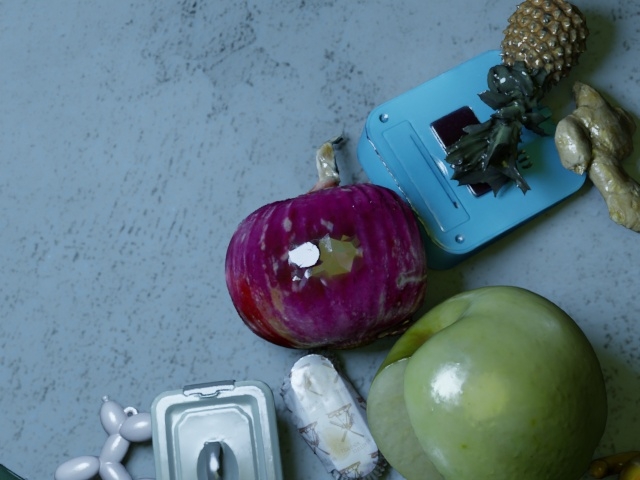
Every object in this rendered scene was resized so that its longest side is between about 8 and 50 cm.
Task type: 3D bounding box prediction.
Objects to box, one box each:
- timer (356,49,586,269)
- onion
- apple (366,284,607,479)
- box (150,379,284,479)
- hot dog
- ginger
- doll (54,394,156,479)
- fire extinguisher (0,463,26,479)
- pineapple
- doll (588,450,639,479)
[{"bbox_3d":[0.203,-0.110,1.828,0.250,0.091,0.232,-28,77,-13],"label":"timer"},{"bbox_3d":[0.003,0.028,1.732,0.256,0.230,0.272,-36,86,-1],"label":"onion"},{"bbox_3d":[0.205,0.201,1.653,0.254,0.292,0.292,45,86,-9],"label":"apple"},{"bbox_3d":[-0.124,0.298,1.742,0.162,0.130,0.227,-8,78,4],"label":"box"},{"bbox_3d":[0.019,0.235,1.781,0.099,0.053,0.192,-33,82,0],"label":"hot dog"},{"bbox_3d":[0.390,-0.108,1.798,0.214,0.059,0.133,47,53,-4],"label":"ginger"},{"bbox_3d":[-0.264,0.291,1.792,0.160,0.059,0.161,-41,78,-3],"label":"doll"},{"bbox_3d":[-0.400,0.365,1.777,0.311,0.095,0.114,29,128,11],"label":"fire extinguisher"},{"bbox_3d":[0.257,-0.188,1.754,0.119,0.130,0.277,20,69,10],"label":"pineapple"},{"bbox_3d":[0.453,0.375,1.662,0.166,0.162,0.270,-9,73,-17],"label":"doll"}]
